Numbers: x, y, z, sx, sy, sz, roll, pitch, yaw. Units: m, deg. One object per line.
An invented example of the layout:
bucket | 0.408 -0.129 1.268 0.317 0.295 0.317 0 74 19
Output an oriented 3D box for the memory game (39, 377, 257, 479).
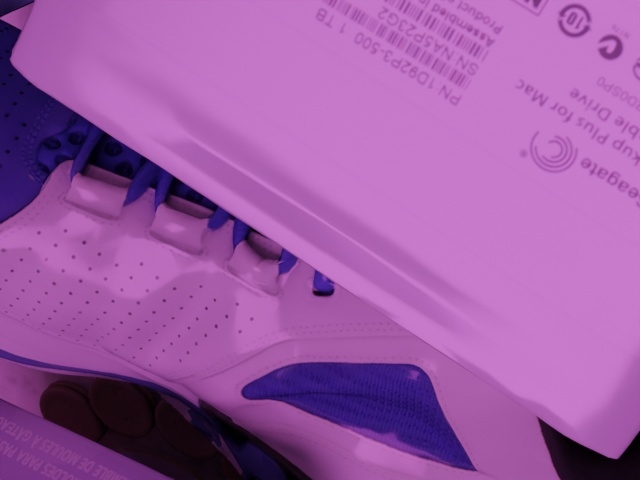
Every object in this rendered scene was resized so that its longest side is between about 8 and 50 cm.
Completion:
memory game | -0.071 0.139 0.722 0.186 0.012 0.186 18 131 22

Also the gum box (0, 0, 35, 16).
gum box | -0.104 -0.180 0.488 0.157 0.041 0.184 -13 114 39

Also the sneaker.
sneaker | 0.001 0.001 0.508 0.315 0.127 0.182 38 131 -8

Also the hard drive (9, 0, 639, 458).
hard drive | 0.069 -0.122 0.349 0.203 0.040 0.307 33 113 8

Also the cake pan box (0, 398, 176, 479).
cake pan box | -0.086 0.151 0.600 0.267 0.070 0.245 17 154 36
